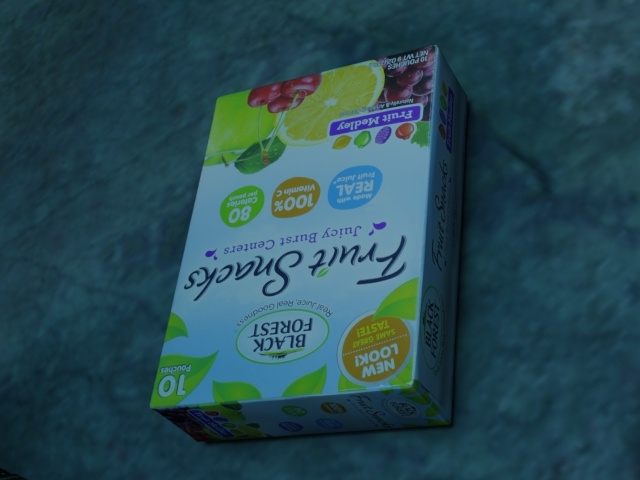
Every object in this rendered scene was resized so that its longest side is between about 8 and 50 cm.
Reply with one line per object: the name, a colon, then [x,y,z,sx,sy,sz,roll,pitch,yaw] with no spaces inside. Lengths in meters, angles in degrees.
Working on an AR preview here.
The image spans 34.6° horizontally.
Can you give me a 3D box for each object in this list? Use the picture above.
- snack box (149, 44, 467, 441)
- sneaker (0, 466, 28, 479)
snack box: [0.000,0.000,0.380,0.100,0.037,0.141,-10,55,27]
sneaker: [-0.100,0.118,0.292,0.343,0.134,0.146,-13,52,24]
